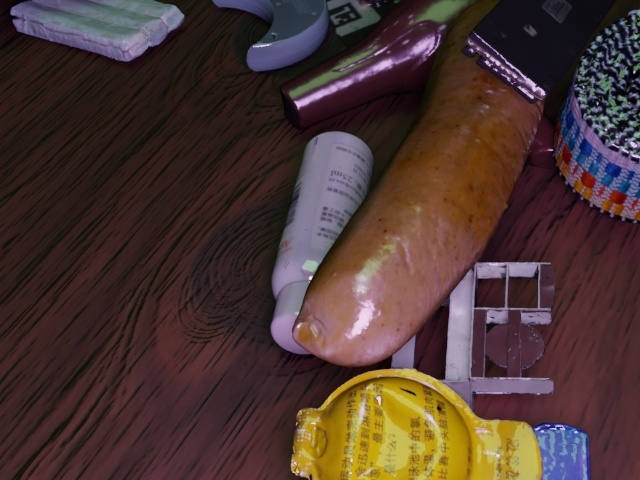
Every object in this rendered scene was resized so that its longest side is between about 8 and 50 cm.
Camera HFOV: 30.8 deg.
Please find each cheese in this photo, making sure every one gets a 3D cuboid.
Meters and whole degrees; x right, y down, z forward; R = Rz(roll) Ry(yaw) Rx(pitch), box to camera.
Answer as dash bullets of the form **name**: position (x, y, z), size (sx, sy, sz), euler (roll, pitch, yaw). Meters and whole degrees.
- **cheese**: position (0.101, 0.183, 0.965), size (0.250, 0.064, 0.157), euler (6, 63, 0)

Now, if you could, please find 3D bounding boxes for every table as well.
- **table**: position (0.127, 0.090, 1.068), size (0.175, 0.062, 0.146), euler (1, 43, 9)

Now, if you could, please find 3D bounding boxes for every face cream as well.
- **face cream**: position (0.000, 0.000, 1.167), size (0.082, 0.082, 0.269), euler (3, 43, 10)

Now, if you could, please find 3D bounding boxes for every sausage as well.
- **sausage**: position (0.122, -0.068, 1.105), size (0.136, 0.123, 0.501), euler (17, 50, 14)

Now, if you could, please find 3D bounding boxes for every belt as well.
- **belt**: position (0.370, -0.136, 1.202), size (0.257, 0.150, 0.207), euler (-20, 66, -13)

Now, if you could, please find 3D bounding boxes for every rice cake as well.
- **rice cake**: position (-0.296, -0.296, 1.549), size (0.211, 0.038, 0.124), euler (23, 50, 29)

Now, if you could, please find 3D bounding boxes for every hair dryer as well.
- **hair dryer**: position (0.157, -0.144, 1.316), size (0.312, 0.123, 0.340), euler (-31, 58, -10)

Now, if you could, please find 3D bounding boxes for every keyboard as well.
- **keyboard**: position (0.230, -0.232, 1.182), size (0.106, 0.027, 0.317), euler (40, 40, 2)

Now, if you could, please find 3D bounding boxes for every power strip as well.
- **power strip**: position (-0.062, -0.303, 1.527), size (0.137, 0.044, 0.216), euler (-15, 44, -10)

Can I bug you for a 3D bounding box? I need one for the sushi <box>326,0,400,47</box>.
- **sushi**: position (0.158, -0.416, 1.550), size (0.373, 0.100, 0.296), euler (-21, 44, -5)
